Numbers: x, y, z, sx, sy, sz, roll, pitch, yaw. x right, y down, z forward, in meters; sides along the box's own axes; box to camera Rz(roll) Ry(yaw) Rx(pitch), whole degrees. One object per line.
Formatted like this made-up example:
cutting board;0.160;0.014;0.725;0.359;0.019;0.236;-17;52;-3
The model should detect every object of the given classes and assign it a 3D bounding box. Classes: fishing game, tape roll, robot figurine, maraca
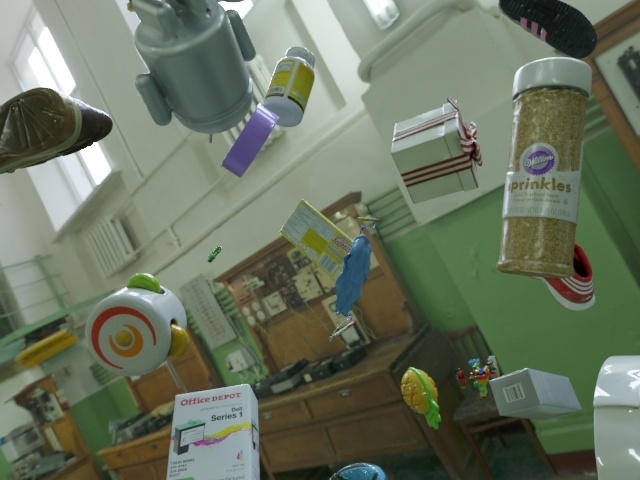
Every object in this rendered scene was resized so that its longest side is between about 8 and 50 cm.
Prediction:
fishing game;0.062;0.074;0.983;0.041;0.263;0.189;16;12;22
tape roll;0.571;0.394;0.794;0.072;0.391;0.392;-17;5;44
robot figurine;-0.268;-0.382;1.027;0.300;0.200;0.353;-41;-32;-16
maraca;0.300;0.460;1.367;0.099;0.185;0.127;-14;-47;-14
tape roll;-0.264;-0.371;1.734;0.274;0.090;0.274;-53;15;21

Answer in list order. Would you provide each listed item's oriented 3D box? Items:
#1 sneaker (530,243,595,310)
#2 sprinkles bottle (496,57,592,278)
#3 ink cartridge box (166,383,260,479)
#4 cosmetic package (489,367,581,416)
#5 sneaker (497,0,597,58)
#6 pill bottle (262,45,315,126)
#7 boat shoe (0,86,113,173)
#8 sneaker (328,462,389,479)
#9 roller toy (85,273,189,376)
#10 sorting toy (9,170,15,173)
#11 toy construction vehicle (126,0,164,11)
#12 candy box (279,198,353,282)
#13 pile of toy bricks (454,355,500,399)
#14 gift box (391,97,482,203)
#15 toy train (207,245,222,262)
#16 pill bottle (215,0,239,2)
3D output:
sneaker;0.444;0.023;0.901;0.087;0.221;0.128;-29;-47;-10
sprinkles bottle;0.378;-0.116;0.787;0.121;0.355;0.121;7;-4;0
ink cartridge box;-0.261;0.518;1.151;0.202;0.278;0.117;-9;-44;-1
cosmetic package;0.593;0.428;1.278;0.238;0.107;0.127;19;-41;-38
sneaker;0.663;-0.651;1.367;0.112;0.319;0.131;-53;4;23
pill bottle;-0.131;-0.696;2.090;0.188;0.333;0.188;14;-20;5
boat shoe;-0.495;-0.171;0.770;0.342;0.123;0.123;-8;4;23
sneaker;0.075;0.570;0.971;0.140;0.125;0.340;-7;-52;-40
roller toy;-0.415;0.203;1.053;0.191;0.209;0.146;-36;5;9
sorting toy;-0.960;-0.233;1.205;0.366;0.126;0.127;-9;-14;-46
toy construction vehicle;-0.387;-0.539;1.023;0.086;0.035;0.098;-18;-18;-31
candy box;0.000;0.000;1.147;0.105;0.206;0.027;-52;-20;10
pile of toy bricks;0.495;0.435;1.435;0.118;0.105;0.212;-18;-9;26
gift box;0.394;-0.306;1.552;0.258;0.276;0.255;-14;40;24
toy train;-0.317;0.042;1.388;0.083;0.017;0.023;-40;33;44
pill bottle;-0.201;-0.722;1.171;0.204;0.204;0.361;-26;28;-30
